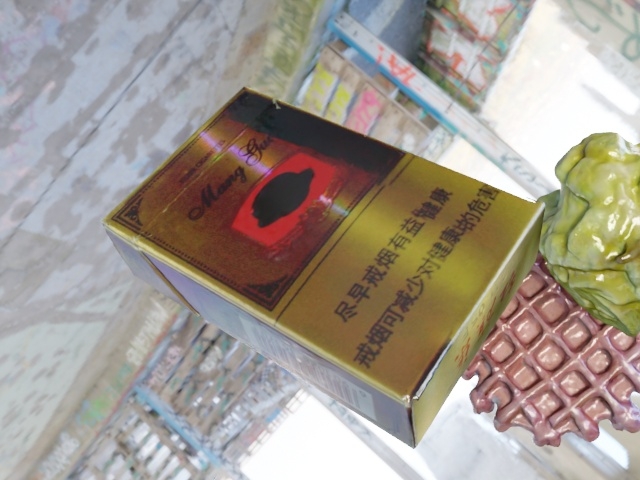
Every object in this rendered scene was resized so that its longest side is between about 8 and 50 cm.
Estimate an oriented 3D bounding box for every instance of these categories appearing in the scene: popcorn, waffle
[{"bbox_3d":[0.285,-0.016,0.630,0.167,0.185,0.188,-96,177,-46],"label":"popcorn"},{"bbox_3d":[0.247,0.101,0.755,0.055,0.221,0.235,27,69,-63],"label":"waffle"}]

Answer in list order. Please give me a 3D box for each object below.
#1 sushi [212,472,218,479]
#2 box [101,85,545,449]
[{"bbox_3d":[-0.188,0.312,0.602,0.192,0.043,0.280,-46,167,-47],"label":"sushi"},{"bbox_3d":[0.000,0.000,0.458,0.159,0.240,0.071,-50,150,-22],"label":"box"}]
